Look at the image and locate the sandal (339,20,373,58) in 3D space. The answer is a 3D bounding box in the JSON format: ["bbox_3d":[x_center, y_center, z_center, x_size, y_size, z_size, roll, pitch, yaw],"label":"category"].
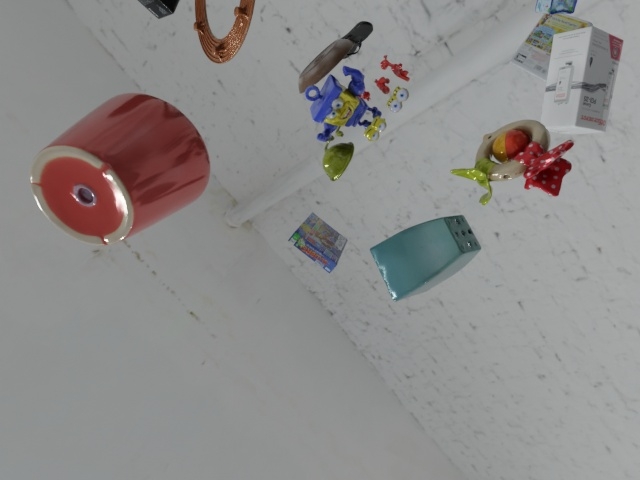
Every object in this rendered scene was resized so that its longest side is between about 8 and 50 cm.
[{"bbox_3d":[0.091,-0.568,1.195,0.067,0.179,0.040,1,-94,-23],"label":"sandal"}]

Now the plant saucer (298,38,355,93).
[{"bbox_3d":[0.005,-0.481,1.120,0.036,0.199,0.198,44,-133,-23],"label":"plant saucer"}]

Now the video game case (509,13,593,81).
[{"bbox_3d":[0.814,-0.700,1.477,0.026,0.206,0.226,16,-147,-26],"label":"video game case"}]

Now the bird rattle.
[{"bbox_3d":[0.427,-0.192,0.922,0.143,0.254,0.206,32,-118,-24],"label":"bird rattle"}]

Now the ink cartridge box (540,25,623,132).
[{"bbox_3d":[0.808,-0.482,1.281,0.208,0.117,0.282,-4,-77,-33],"label":"ink cartridge box"}]

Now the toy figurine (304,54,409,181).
[{"bbox_3d":[0.034,-0.348,1.097,0.218,0.362,0.191,10,-135,-34],"label":"toy figurine"}]

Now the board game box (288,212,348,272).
[{"bbox_3d":[0.000,0.000,1.119,0.136,0.035,0.201,38,-159,-1],"label":"board game box"}]

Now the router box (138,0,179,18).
[{"bbox_3d":[-0.482,-0.794,1.073,0.309,0.081,0.242,34,-111,-51],"label":"router box"}]

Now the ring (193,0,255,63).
[{"bbox_3d":[-0.246,-0.609,1.000,0.032,0.337,0.336,-8,-104,-38],"label":"ring"}]

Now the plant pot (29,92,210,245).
[{"bbox_3d":[-0.393,-0.132,0.815,0.275,0.275,0.243,47,-152,-16],"label":"plant pot"}]

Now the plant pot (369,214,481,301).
[{"bbox_3d":[0.295,0.034,1.118,0.166,0.234,0.165,-8,-112,-43],"label":"plant pot"}]

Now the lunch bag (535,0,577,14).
[{"bbox_3d":[0.738,-0.789,1.279,0.128,0.097,0.151,-84,-6,-57],"label":"lunch bag"}]
